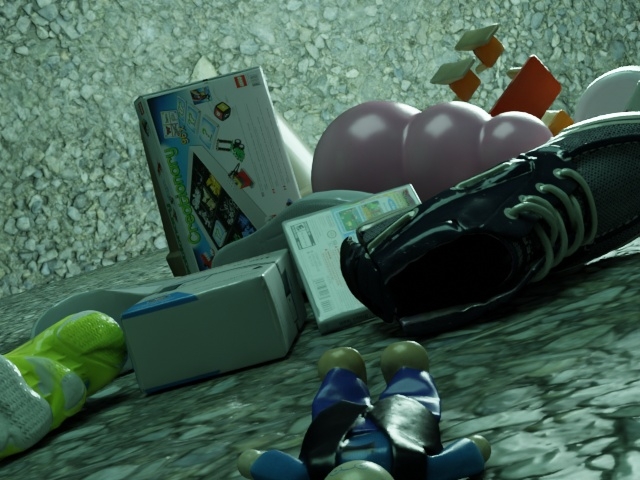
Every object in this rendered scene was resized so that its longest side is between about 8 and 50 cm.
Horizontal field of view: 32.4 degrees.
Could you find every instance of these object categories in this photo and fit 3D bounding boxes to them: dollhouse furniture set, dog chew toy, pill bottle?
[{"bbox_3d":[0.301,-0.183,1.786,0.259,0.262,0.135,-54,20,-16],"label":"dollhouse furniture set"},{"bbox_3d":[0.157,-0.092,1.447,0.331,0.207,0.206,-5,10,28],"label":"dog chew toy"},{"bbox_3d":[0.479,-0.192,1.699,0.153,0.153,0.264,-14,5,20],"label":"pill bottle"}]

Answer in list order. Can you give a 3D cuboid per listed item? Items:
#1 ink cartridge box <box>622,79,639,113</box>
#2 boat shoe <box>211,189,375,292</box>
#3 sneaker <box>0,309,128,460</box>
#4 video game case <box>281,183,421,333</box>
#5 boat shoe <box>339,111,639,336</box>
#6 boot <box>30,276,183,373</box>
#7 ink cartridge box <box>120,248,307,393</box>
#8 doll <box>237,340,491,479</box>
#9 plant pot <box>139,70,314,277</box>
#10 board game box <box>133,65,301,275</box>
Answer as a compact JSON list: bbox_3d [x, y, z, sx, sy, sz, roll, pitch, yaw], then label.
[{"bbox_3d":[0.391,-0.127,1.293,0.078,0.231,0.134,29,22,15],"label":"ink cartridge box"},{"bbox_3d":[0.000,0.000,1.302,0.119,0.121,0.335,-26,8,-40],"label":"boat shoe"},{"bbox_3d":[-0.273,0.144,0.953,0.126,0.091,0.240,-35,-6,35],"label":"sneaker"},{"bbox_3d":[0.047,0.015,1.092,0.143,0.019,0.157,-16,42,-5],"label":"video game case"},{"bbox_3d":[0.189,-0.009,0.942,0.340,0.127,0.158,-24,12,-1],"label":"boat shoe"},{"bbox_3d":[-0.206,0.095,1.208,0.258,0.095,0.123,-10,-5,-34],"label":"boot"},{"bbox_3d":[-0.096,0.073,1.059,0.139,0.082,0.191,-16,7,6],"label":"ink cartridge box"},{"bbox_3d":[0.021,0.103,0.559,0.129,0.046,0.189,-6,12,5],"label":"doll"},{"bbox_3d":[-0.149,-0.114,1.809,0.323,0.280,0.323,-26,8,4],"label":"plant pot"},{"bbox_3d":[-0.135,-0.085,1.611,0.193,0.305,0.053,-18,3,-23],"label":"board game box"}]
